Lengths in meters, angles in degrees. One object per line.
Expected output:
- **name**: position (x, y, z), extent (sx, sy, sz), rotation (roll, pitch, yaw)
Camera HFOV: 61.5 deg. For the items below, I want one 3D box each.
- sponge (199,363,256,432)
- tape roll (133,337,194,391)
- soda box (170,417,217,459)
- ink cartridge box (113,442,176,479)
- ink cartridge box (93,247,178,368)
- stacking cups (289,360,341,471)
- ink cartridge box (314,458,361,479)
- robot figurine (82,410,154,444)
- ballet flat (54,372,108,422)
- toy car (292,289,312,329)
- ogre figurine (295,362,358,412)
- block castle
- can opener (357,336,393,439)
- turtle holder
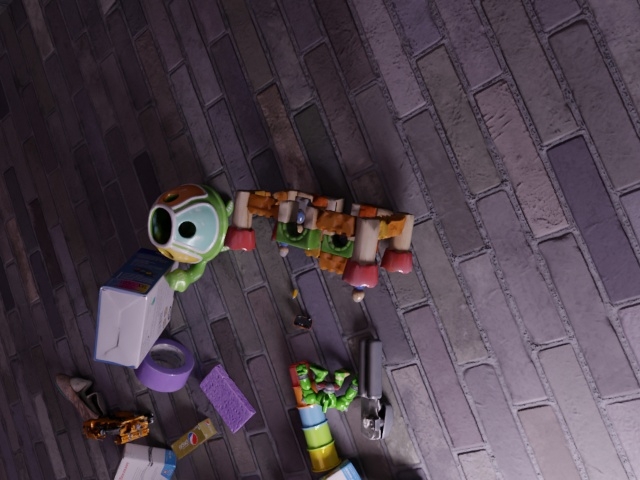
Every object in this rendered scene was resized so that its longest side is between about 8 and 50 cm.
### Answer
- **sponge**: position (-0.320, 0.539, 1.835), extent (0.210, 0.031, 0.117), rotation (48, 116, 17)
- **tape roll**: position (-0.541, 0.430, 1.864), extent (0.189, 0.189, 0.080), rotation (36, 111, 23)
- **soda box**: position (-0.452, 0.708, 1.915), extent (0.181, 0.058, 0.061), rotation (-43, 74, 27)
- **ink cartridge box**: position (-0.640, 0.829, 1.964), extent (0.190, 0.082, 0.140), rotation (19, 110, -19)
- **ink cartridge box**: position (-0.594, 0.202, 1.798), extent (0.151, 0.395, 0.270), rotation (14, 110, 0)
- **stacking cups**: position (-0.025, 0.525, 1.621), extent (0.096, 0.096, 0.316), rotation (-18, 85, 31)
- **ink cartridge box**: position (0.022, 0.713, 1.554), extent (0.181, 0.104, 0.062), rotation (-30, 77, -12)
- **robot figurine**: position (-0.756, 0.699, 2.019), extent (0.291, 0.211, 0.085), rotation (-10, 86, 41)
- **ballet flat**: position (-0.960, 0.639, 2.201), extent (0.106, 0.107, 0.316), rotation (-46, 77, 5)
- **toy car**: position (-0.058, 0.214, 1.654), extent (0.040, 0.060, 0.122), rotation (131, 138, -71)
- **ogre figurine**: position (0.019, 0.429, 1.565), extent (0.097, 0.197, 0.118), rotation (-154, 74, -70)
- **block castle**: position (0.000, 0.000, 1.432), extent (0.453, 0.303, 0.213), rotation (14, 103, 30)
- **can opener**: position (0.157, 0.418, 1.525), extent (0.076, 0.095, 0.284), rotation (-4, 83, 52)
- **turtle holder**: position (-0.443, -0.026, 1.736), extent (0.243, 0.227, 0.320), rotation (39, 113, 21)
